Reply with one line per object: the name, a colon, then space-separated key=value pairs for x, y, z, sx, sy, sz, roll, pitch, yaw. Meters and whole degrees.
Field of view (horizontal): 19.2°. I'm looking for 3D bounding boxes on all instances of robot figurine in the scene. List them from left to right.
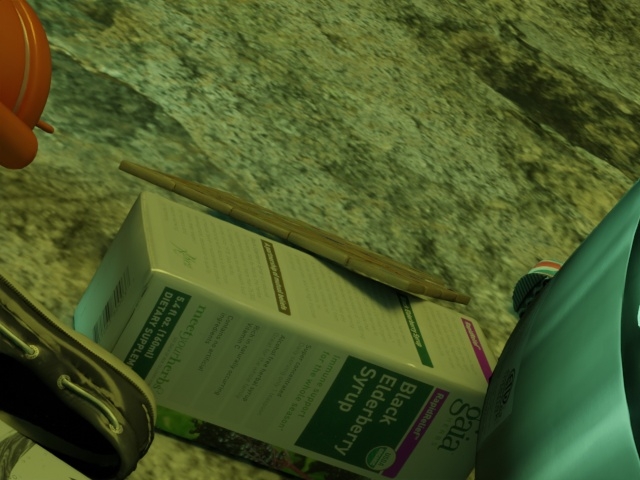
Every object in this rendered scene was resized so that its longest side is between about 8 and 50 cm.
robot figurine: x=-0.241 y=-0.105 z=1.096 sx=0.158 sy=0.128 sz=0.219 roll=-2 pitch=-6 yaw=27

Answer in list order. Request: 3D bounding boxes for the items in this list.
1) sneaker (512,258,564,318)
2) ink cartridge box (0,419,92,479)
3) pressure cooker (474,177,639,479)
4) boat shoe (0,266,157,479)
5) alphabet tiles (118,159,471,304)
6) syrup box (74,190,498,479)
sneaker: x=0.226 y=0.064 z=1.438 sx=0.161 sy=0.057 sz=0.075 roll=32 pitch=29 yaw=7
ink cartridge box: x=-0.153 y=0.134 z=0.829 sx=0.150 sy=0.063 sz=0.109 roll=33 pitch=23 yaw=2
pressure cooker: x=0.284 y=0.090 z=0.887 sx=0.375 sy=0.420 sz=0.370 roll=-13 pitch=71 yaw=-16
boat shoe: x=-0.174 y=0.057 z=0.944 sx=0.206 sy=0.075 sz=0.065 roll=32 pitch=20 yaw=-12
alphabet tiles: x=0.000 y=0.000 z=1.227 sx=0.198 sy=0.009 sz=0.237 roll=23 pitch=3 yaw=18
syrup box: x=-0.015 y=0.069 z=1.088 sx=0.237 sy=0.093 sz=0.096 roll=22 pitch=24 yaw=-21
